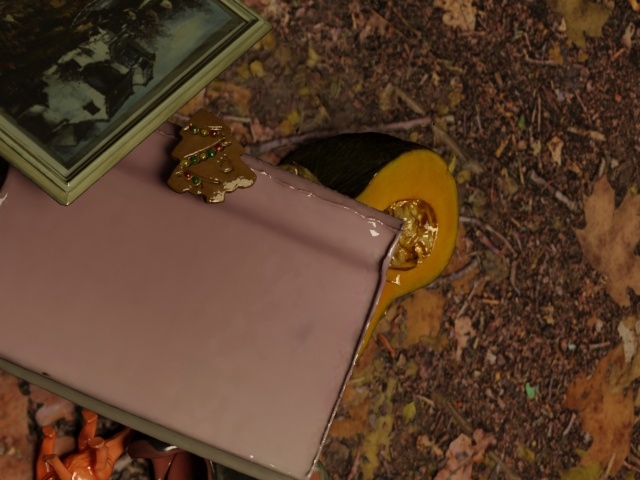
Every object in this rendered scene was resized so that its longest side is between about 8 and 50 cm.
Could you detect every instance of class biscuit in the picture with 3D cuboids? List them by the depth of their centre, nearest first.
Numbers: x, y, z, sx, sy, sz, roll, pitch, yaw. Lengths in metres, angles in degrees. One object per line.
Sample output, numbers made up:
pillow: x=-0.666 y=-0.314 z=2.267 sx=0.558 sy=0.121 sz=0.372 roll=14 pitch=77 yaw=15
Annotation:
biscuit: x=-0.100 y=-0.077 z=1.449 sx=0.082 sy=0.016 sz=0.092 roll=-2 pitch=74 yaw=-12

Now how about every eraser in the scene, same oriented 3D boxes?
eraser: x=-0.135 y=0.041 z=1.482 sx=0.359 sy=0.122 sz=0.272 roll=21 pitch=76 yaw=-4

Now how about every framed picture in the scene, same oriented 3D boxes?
framed picture: x=-0.218 y=-0.189 z=1.473 sx=0.232 sy=0.019 sz=0.296 roll=38 pitch=58 yaw=10

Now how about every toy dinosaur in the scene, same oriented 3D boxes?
toy dinosaur: x=-0.251 y=0.231 z=1.545 sx=0.279 sy=0.055 sz=0.101 roll=-35 pitch=136 yaw=-35

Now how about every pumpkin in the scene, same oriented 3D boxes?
pumpkin: x=0.000 y=0.000 z=1.683 sx=0.317 sy=0.139 sz=0.222 roll=-41 pitch=120 yaw=-27

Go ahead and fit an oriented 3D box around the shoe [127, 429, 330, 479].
shoe: x=-0.092 y=0.243 z=1.628 sx=0.291 sy=0.114 sz=0.137 roll=49 pitch=55 yaw=-30
